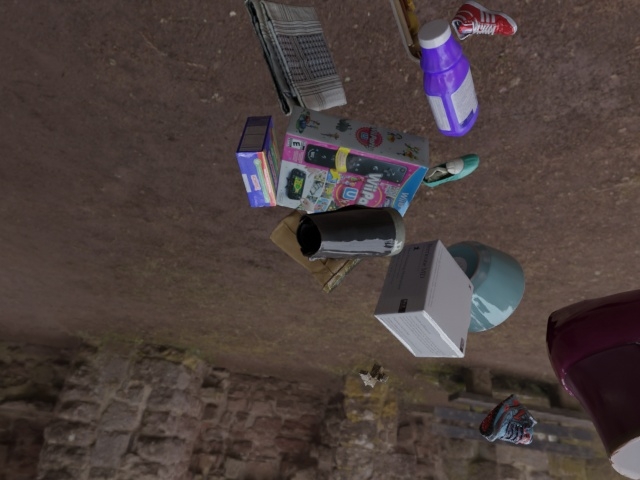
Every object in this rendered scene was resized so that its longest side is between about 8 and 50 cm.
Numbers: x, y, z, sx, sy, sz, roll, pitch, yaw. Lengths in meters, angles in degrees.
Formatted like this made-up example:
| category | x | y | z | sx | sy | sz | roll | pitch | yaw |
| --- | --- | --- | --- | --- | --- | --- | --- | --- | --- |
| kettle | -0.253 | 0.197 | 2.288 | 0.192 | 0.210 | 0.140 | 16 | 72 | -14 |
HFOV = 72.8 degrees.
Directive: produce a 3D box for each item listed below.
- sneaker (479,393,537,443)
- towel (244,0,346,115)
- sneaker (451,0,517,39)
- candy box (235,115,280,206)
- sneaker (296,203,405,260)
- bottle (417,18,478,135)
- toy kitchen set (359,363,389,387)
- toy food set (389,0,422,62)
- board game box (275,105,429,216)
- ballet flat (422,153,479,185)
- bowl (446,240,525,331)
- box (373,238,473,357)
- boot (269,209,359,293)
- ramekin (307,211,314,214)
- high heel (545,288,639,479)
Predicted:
| category | x | y | z | sx | sy | sz | roll | pitch | yaw |
| --- | --- | --- | --- | --- | --- | --- | --- | --- | --- |
| sneaker | 0.565 | 0.537 | 1.271 | 0.261 | 0.125 | 0.104 | -1 | 125 | -48 |
| towel | -0.048 | -0.514 | 1.214 | 0.056 | 0.324 | 0.312 | -11 | 104 | 36 |
| sneaker | 0.310 | -0.411 | 0.835 | 0.118 | 0.067 | 0.042 | 36 | 169 | 19 |
| candy box | -0.254 | -0.343 | 1.861 | 0.122 | 0.317 | 0.268 | -3 | 132 | 6 |
| sneaker | 0.009 | -0.013 | 0.601 | 0.118 | 0.083 | 0.222 | -2 | 177 | -21 |
| bottle | 0.295 | -0.371 | 1.008 | 0.092 | 0.118 | 0.283 | 18 | 162 | 37 |
| toy kitchen set | 0.197 | 0.472 | 1.554 | 0.068 | 0.083 | 0.075 | 4 | 134 | 40 |
| toy food set | 0.253 | -0.601 | 1.139 | 0.092 | 0.306 | 0.219 | -17 | -172 | 25 |
| board game box | 0.063 | -0.155 | 0.988 | 0.303 | 0.098 | 0.224 | 12 | 143 | -4 |
| ballet flat | 0.503 | -0.276 | 1.721 | 0.087 | 0.083 | 0.247 | 4 | 162 | -42 |
| bowl | 0.481 | 0.124 | 1.423 | 0.311 | 0.312 | 0.163 | -20 | 134 | 41 |
| box | 0.227 | 0.127 | 0.922 | 0.119 | 0.181 | 0.182 | -14 | 131 | 40 |
| boot | 0.000 | 0.000 | 1.371 | 0.236 | 0.269 | 0.089 | -47 | 167 | 10 |
| ramekin | 0.043 | -0.215 | 1.693 | 0.272 | 0.127 | 0.273 | -25 | 156 | -11 |
| high heel | 0.364 | 0.031 | 0.336 | 0.377 | 0.181 | 0.127 | -33 | 111 | 23 |
